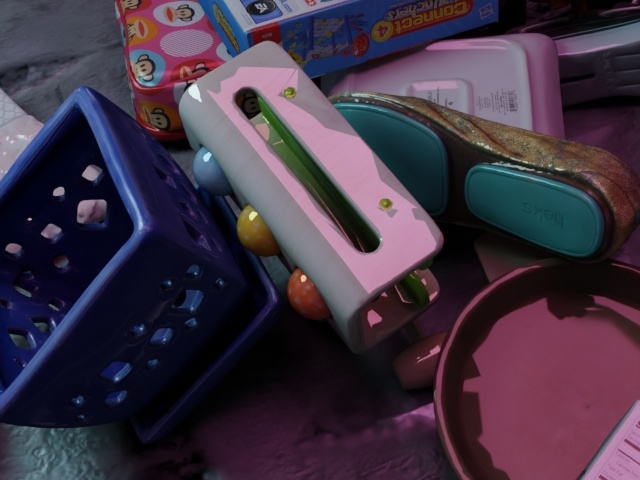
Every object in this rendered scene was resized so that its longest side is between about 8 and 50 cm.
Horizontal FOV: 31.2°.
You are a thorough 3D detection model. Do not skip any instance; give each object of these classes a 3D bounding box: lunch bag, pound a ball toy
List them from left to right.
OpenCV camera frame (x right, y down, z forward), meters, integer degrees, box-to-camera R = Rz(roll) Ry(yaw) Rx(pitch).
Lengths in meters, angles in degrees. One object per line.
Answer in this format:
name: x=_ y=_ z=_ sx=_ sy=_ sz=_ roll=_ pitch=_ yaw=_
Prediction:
lunch bag: x=-0.127 y=-0.264 z=1.480 sx=0.258 sy=0.120 sz=0.293 roll=-12 pitch=44 yaw=-4
pound a ball toy: x=0.000 y=0.000 z=1.082 sx=0.136 sy=0.208 sz=0.319 roll=-34 pitch=67 yaw=-11

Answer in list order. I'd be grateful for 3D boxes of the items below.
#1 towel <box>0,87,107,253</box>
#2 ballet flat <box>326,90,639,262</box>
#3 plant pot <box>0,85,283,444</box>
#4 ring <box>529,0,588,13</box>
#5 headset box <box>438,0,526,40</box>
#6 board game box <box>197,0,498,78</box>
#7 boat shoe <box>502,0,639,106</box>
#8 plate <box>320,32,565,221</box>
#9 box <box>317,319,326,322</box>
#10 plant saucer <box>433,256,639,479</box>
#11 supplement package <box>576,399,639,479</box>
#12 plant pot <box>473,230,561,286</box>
towel: x=-0.449 y=-0.043 z=1.353 sx=0.332 sy=0.053 sz=0.317 roll=-33 pitch=50 yaw=-22
ballet flat: x=0.154 y=-0.073 z=1.117 sx=0.349 sy=0.123 sz=0.123 roll=22 pitch=52 yaw=34
plant pot: x=-0.185 y=0.038 z=1.079 sx=0.236 sy=0.212 sz=0.236 roll=-48 pitch=44 yaw=15
ring: x=0.421 y=-0.318 z=1.393 sx=0.337 sy=0.032 sz=0.336 roll=-9 pitch=4 yaw=1
headset box: x=0.101 y=-0.343 z=1.532 sx=0.218 sy=0.110 sz=0.293 roll=-27 pitch=48 yaw=-19
board game box: x=0.011 y=-0.325 z=1.375 sx=0.302 sy=0.086 sz=0.308 roll=-18 pitch=42 yaw=-11
boat shoe: x=0.372 y=-0.242 z=1.382 sx=0.335 sy=0.121 sz=0.119 roll=-4 pitch=49 yaw=7
plate: x=0.131 y=-0.138 z=1.267 sx=0.278 sy=0.045 sz=0.277 roll=-2 pitch=51 yaw=8
box: x=-0.005 y=0.007 z=1.234 sx=0.059 sy=0.054 sz=0.169 roll=-17 pitch=44 yaw=-9
plant saucer: x=0.237 y=0.145 z=1.013 sx=0.278 sy=0.041 sz=0.277 roll=0 pitch=64 yaw=0
supplement package: x=0.233 y=0.235 z=0.891 sx=0.105 sy=0.105 sz=0.179 roll=35 pitch=70 yaw=17
plant pot: x=0.213 y=0.032 z=1.146 sx=0.096 sy=0.109 sz=0.109 roll=-18 pitch=44 yaw=5
